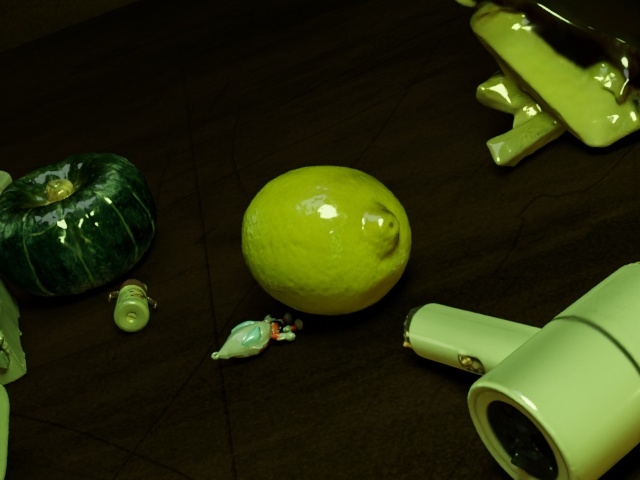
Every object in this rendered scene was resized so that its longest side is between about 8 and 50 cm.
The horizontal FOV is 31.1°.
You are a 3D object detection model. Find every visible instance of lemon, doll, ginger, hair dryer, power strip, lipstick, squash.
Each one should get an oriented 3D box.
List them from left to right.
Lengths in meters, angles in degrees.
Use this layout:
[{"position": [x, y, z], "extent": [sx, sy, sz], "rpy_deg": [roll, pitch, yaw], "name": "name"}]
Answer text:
[{"position": [-0.612, -0.098, 2.169], "extent": [0.057, 0.063, 0.186], "rpy_deg": [-17, 21, 4], "name": "lipstick"}, {"position": [-0.454, 0.111, 1.612], "extent": [0.048, 0.080, 0.286], "rpy_deg": [-26, 25, -5], "name": "power strip"}, {"position": [-0.366, -0.023, 1.701], "extent": [0.252, 0.165, 0.252], "rpy_deg": [-16, 24, 7], "name": "squash"}, {"position": [-0.077, 0.114, 1.359], "extent": [0.114, 0.039, 0.057], "rpy_deg": [-21, 57, -24], "name": "doll"}, {"position": [0.000, 0.000, 1.357], "extent": [0.248, 0.184, 0.184], "rpy_deg": [2, 34, 48], "name": "lemon"}, {"position": [0.181, 0.110, 1.098], "extent": [0.203, 0.128, 0.362], "rpy_deg": [-35, 21, -23], "name": "hair dryer"}, {"position": [0.288, -0.288, 1.609], "extent": [0.359, 0.211, 0.413], "rpy_deg": [16, 41, -9], "name": "ginger"}]

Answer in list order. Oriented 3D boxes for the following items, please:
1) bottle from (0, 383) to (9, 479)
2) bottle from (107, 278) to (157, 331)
[{"position": [-0.463, 0.234, 1.222], "extent": [0.229, 0.229, 0.352], "rpy_deg": [-16, 6, 12], "name": "bottle"}, {"position": [-0.255, 0.081, 1.551], "extent": [0.047, 0.063, 0.101], "rpy_deg": [-48, 20, 11], "name": "bottle"}]
